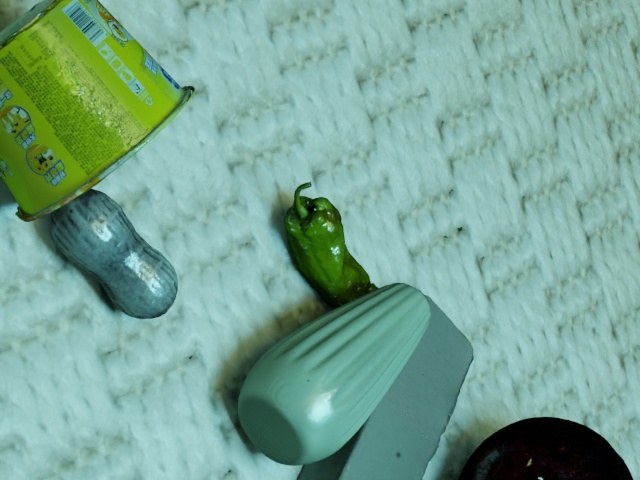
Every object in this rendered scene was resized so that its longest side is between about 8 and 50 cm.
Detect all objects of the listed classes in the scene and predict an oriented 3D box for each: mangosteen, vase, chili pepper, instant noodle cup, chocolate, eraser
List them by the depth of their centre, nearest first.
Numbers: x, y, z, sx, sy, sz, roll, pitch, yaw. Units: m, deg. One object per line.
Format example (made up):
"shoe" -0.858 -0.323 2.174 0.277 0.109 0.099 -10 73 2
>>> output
"instant noodle cup" -0.239 -0.135 1.518 0.153 0.205 0.205 53 48 -17
"chocolate" -0.202 0.012 1.611 0.167 0.072 0.072 52 49 -30
"vase" 0.025 0.133 1.772 0.248 0.128 0.128 -39 111 -36
"chili pepper" 0.002 -0.002 1.833 0.072 0.073 0.204 -78 147 -47
"eraser" 0.062 0.229 1.847 0.111 0.077 0.352 47 52 -26
"mangosteen" 0.277 0.333 1.956 0.265 0.228 0.228 47 50 -48
